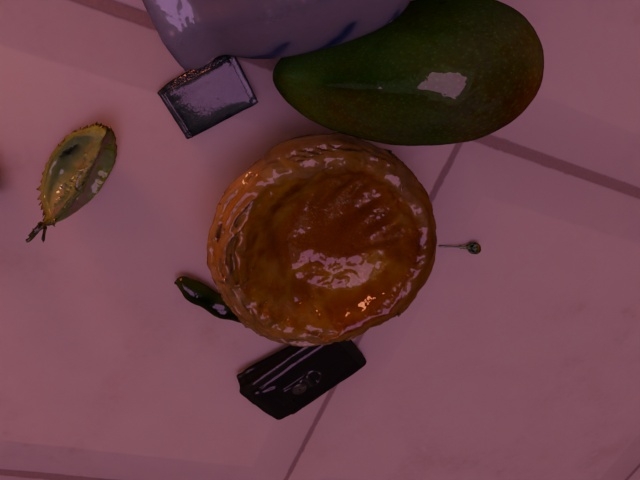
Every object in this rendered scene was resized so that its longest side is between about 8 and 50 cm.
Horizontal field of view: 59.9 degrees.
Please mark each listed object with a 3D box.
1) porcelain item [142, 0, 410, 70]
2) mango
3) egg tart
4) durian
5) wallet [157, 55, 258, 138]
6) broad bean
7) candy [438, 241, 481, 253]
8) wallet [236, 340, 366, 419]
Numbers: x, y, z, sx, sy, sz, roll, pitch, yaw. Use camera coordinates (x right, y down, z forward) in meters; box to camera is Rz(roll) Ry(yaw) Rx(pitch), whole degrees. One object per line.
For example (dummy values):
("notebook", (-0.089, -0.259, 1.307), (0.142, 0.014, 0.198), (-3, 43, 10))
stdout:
("porcelain item", (-0.009, -0.353, 0.671), (0.405, 0.242, 0.178), (-19, 144, 7))
("mango", (0.124, -0.231, 0.774), (0.382, 0.225, 0.201), (-4, 125, -7))
("egg tart", (0.000, 0.000, 0.927), (0.388, 0.169, 0.388), (-5, 119, -10))
("durian", (-0.374, -0.093, 0.834), (0.086, 0.100, 0.215), (32, 104, -22))
("wallet", (-0.170, -0.220, 0.841), (0.129, 0.026, 0.088), (-26, 118, 6))
("broad bean", (-0.167, 0.119, 1.039), (0.227, 0.039, 0.069), (17, 122, -21))
("candy", (0.269, 0.014, 1.074), (0.083, 0.025, 0.023), (1, 93, -2))
("wallet", (-0.034, 0.278, 1.157), (0.245, 0.052, 0.168), (-32, 125, 6))
